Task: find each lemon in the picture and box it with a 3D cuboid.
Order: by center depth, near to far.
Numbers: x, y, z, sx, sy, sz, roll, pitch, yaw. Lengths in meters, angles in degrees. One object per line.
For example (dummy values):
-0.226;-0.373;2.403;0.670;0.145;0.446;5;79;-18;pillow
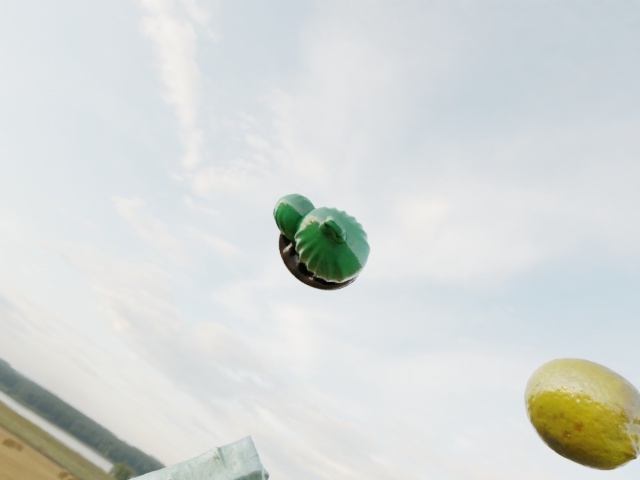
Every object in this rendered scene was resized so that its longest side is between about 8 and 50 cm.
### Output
0.440;0.284;0.891;0.170;0.170;0.207;45;-13;-22;lemon

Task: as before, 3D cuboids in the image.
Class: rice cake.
-0.117;0.168;0.337;0.033;0.171;0.029;-123;-158;-52;rice cake

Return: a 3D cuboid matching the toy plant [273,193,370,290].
0.000;0.000;0.686;0.143;0.105;0.200;44;-18;16;toy plant
